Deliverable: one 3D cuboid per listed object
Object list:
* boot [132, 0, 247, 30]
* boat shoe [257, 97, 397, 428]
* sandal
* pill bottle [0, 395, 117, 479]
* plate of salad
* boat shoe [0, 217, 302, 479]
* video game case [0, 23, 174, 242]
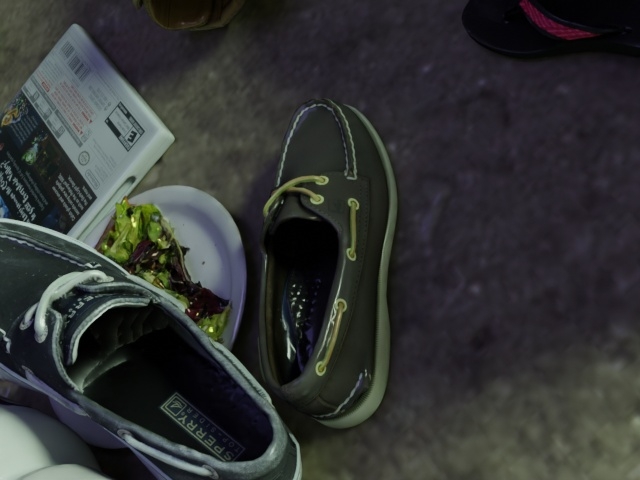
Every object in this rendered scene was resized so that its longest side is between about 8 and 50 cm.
[{"bbox_3d":[-0.122,-0.271,0.903,0.262,0.095,0.204,1,83,53],"label":"boot"},{"bbox_3d":[0.000,0.000,0.701,0.081,0.068,0.228,-19,59,29],"label":"boat shoe"},{"bbox_3d":[0.161,-0.143,0.665,0.179,0.040,0.067,14,78,40],"label":"sandal"},{"bbox_3d":[-0.251,0.181,0.740,0.301,0.169,0.169,10,76,40],"label":"pill bottle"},{"bbox_3d":[-0.137,0.049,0.797,0.199,0.048,0.200,-16,60,30],"label":"plate of salad"},{"bbox_3d":[-0.138,0.063,0.689,0.301,0.102,0.108,36,66,22],"label":"boat shoe"},{"bbox_3d":[-0.221,-0.072,0.936,0.173,0.022,0.190,-49,50,8],"label":"video game case"}]
